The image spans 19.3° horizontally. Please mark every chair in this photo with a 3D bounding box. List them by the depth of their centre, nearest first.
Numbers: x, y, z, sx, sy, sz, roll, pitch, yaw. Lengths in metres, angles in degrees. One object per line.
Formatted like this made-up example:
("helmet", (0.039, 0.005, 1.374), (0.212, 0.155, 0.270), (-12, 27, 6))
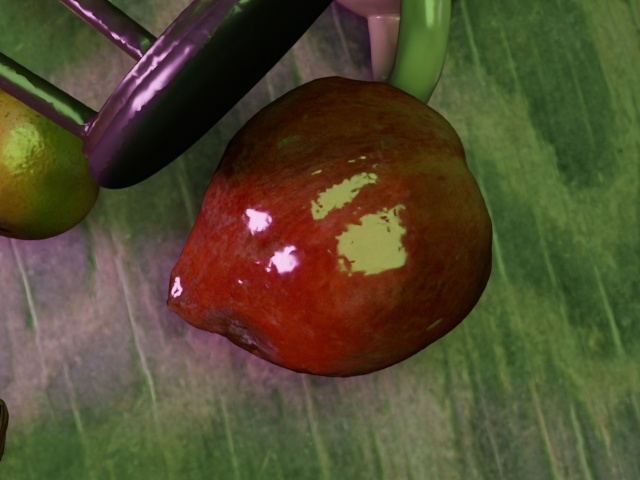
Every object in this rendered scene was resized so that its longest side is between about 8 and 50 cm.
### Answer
("chair", (-0.179, -0.282, 1.350), (0.410, 0.362, 0.364), (45, 110, 1))

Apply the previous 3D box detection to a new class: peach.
("peach", (0.000, 0.000, 1.467), (0.256, 0.232, 0.232), (-16, 82, -10))

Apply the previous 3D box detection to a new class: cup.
("cup", (0.087, -0.246, 1.544), (0.173, 0.202, 0.255), (-22, 83, -14))

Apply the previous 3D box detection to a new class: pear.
("pear", (-0.243, -0.053, 1.472), (0.141, 0.141, 0.104), (23, 56, -5))

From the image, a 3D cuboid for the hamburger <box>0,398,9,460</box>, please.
("hamburger", (-0.305, 0.198, 1.373), (0.106, 0.231, 0.231), (16, 76, -3))
